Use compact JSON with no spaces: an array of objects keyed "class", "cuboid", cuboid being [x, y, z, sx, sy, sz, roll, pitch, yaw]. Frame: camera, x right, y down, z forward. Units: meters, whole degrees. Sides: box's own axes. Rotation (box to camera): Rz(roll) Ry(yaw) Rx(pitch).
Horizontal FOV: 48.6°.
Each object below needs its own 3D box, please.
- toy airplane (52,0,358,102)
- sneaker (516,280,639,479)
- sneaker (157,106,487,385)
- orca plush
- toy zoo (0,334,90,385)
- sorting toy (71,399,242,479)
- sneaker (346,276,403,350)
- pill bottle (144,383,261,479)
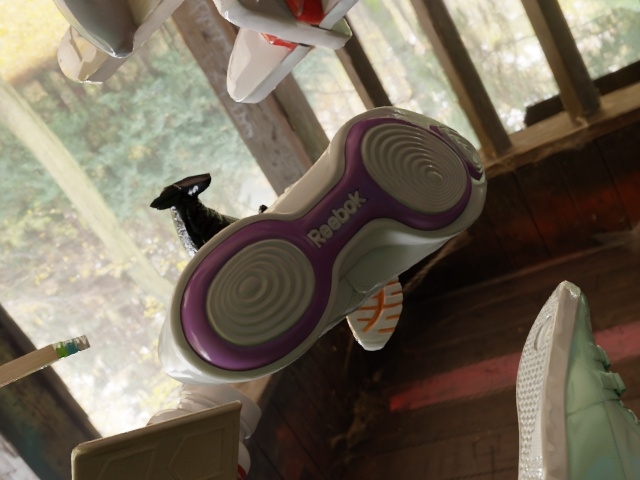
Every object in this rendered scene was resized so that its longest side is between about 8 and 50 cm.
[{"class":"toy airplane","cuboid":[-0.105,-0.316,0.606,0.384,0.272,0.386,19,-90,49]},{"class":"sneaker","cuboid":[0.269,0.160,0.658,0.094,0.151,0.255,104,2,-51]},{"class":"sneaker","cuboid":[0.000,0.000,0.528,0.305,0.114,0.152,-33,176,-32]},{"class":"orca plush","cuboid":[-0.098,0.016,0.956,0.151,0.287,0.102,-40,-128,-16]},{"class":"toy zoo","cuboid":[-0.521,0.223,1.250,0.192,0.030,0.293,-24,179,-8]},{"class":"sorting toy","cuboid":[-0.240,0.317,0.851,0.307,0.229,0.041,-8,-154,-34]},{"class":"sneaker","cuboid":[0.066,0.061,1.034,0.084,0.083,0.214,0,-120,-8]},{"class":"pill bottle","cuboid":[-0.278,0.480,1.376,0.229,0.229,0.407,-11,-138,46]}]
